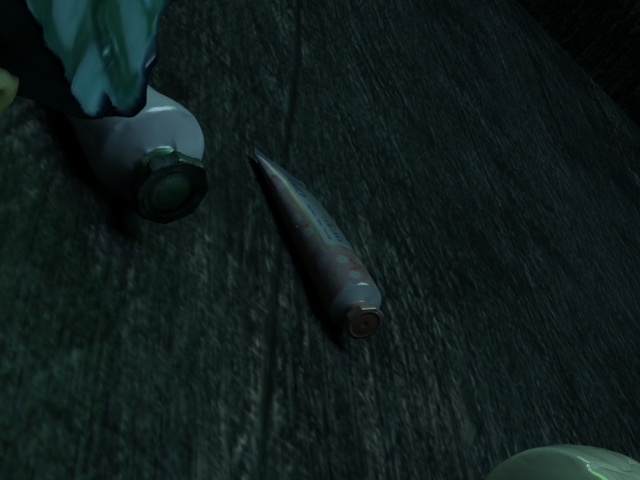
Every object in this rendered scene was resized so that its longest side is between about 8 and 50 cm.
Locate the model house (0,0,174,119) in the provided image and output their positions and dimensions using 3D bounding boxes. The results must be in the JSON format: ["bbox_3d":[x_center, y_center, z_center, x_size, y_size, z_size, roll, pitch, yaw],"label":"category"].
[{"bbox_3d":[-0.243,-0.228,0.753,0.295,0.329,0.252,79,22,-69],"label":"model house"}]

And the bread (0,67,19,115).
[{"bbox_3d":[-0.276,-0.090,0.663,0.266,0.178,0.142,27,60,-43],"label":"bread"}]

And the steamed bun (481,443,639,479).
[{"bbox_3d":[0.202,0.251,0.990,0.250,0.155,0.200,50,14,22],"label":"steamed bun"}]

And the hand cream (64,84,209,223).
[{"bbox_3d":[-0.165,-0.136,1.077,0.121,0.076,0.336,31,19,-47],"label":"hand cream"}]

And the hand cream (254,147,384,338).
[{"bbox_3d":[0.000,0.000,1.205,0.067,0.043,0.210,33,19,-40],"label":"hand cream"}]
